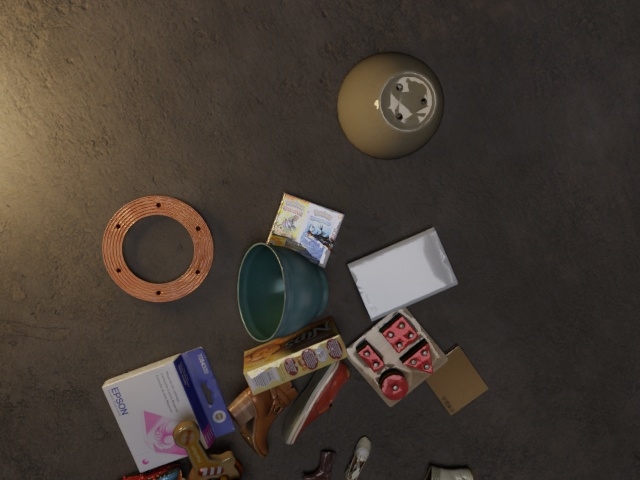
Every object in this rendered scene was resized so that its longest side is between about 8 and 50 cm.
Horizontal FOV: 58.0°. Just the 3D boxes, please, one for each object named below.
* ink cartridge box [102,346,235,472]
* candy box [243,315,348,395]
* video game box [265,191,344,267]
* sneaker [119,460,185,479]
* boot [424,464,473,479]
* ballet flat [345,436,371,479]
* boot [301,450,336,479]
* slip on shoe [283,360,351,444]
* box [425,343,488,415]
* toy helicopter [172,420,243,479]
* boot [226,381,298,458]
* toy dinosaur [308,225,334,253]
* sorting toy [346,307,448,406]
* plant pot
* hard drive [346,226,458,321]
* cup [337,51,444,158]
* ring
[{"bbox_3d":[-0.485,0.549,1.873,0.330,0.071,0.324,-20,101,-1],"label":"ink cartridge box"},{"bbox_3d":[-0.082,0.359,1.826,0.316,0.183,0.087,-21,103,-2],"label":"candy box"},{"bbox_3d":[-0.050,-0.032,1.833,0.205,0.048,0.187,19,95,-10],"label":"video game box"},{"bbox_3d":[-0.571,0.829,1.893,0.262,0.104,0.125,-18,103,-3],"label":"sneaker"},{"bbox_3d":[0.440,0.899,2.034,0.165,0.077,0.213,9,94,-8],"label":"boot"},{"bbox_3d":[0.135,0.759,1.986,0.057,0.052,0.168,20,97,-9],"label":"ballet flat"},{"bbox_3d":[-0.004,0.768,1.979,0.106,0.037,0.114,8,102,-21],"label":"boot"},{"bbox_3d":[-0.013,0.536,1.903,0.101,0.123,0.331,34,90,-15],"label":"slip on shoe"},{"bbox_3d":[0.461,0.481,1.991,0.164,0.021,0.201,-36,101,0],"label":"box"},{"bbox_3d":[-0.388,0.719,1.829,0.235,0.140,0.355,-23,115,-11],"label":"toy helicopter"},{"bbox_3d":[-0.169,0.567,1.902,0.220,0.109,0.283,-35,121,-24],"label":"boot"},{"bbox_3d":[0.000,0.000,1.801,0.082,0.047,0.090,8,111,10],"label":"toy dinosaur"},{"bbox_3d":[0.254,0.388,1.906,0.257,0.089,0.255,-40,96,1],"label":"sorting toy"},{"bbox_3d":[-0.101,0.156,1.761,0.196,0.293,0.293,2,101,-34],"label":"plant pot"},{"bbox_3d":[0.266,0.109,1.880,0.308,0.040,0.203,-23,90,-3],"label":"hard drive"},{"bbox_3d":[0.230,-0.400,1.705,0.331,0.237,0.331,-1,100,-7],"label":"cup"},{"bbox_3d":[-0.503,0.027,1.799,0.337,0.032,0.336,-1,100,-7],"label":"ring"}]
